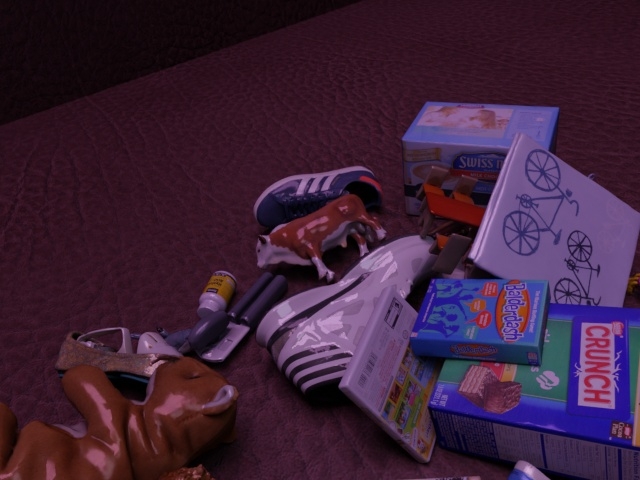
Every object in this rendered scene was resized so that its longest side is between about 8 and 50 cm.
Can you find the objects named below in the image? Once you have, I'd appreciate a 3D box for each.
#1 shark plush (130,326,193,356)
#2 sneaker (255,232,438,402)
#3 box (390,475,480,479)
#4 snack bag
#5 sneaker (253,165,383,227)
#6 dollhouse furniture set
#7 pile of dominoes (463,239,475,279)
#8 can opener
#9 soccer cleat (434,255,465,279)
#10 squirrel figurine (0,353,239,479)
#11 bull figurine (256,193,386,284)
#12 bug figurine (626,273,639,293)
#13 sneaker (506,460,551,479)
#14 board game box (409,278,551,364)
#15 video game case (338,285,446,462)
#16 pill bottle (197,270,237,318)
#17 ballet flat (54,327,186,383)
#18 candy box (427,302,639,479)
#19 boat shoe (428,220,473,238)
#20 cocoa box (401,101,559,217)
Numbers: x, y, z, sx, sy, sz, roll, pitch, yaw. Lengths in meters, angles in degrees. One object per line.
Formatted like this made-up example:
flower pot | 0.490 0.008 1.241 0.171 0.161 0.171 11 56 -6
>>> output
shark plush | -0.329 0.206 1.230 0.161 0.067 0.073 11 42 26
sneaker | 0.122 0.171 1.134 0.447 0.169 0.257 -28 54 -21
box | 0.129 0.410 0.857 0.232 0.058 0.087 -7 37 6
snack bag | 0.474 -0.008 1.115 0.342 0.037 0.323 30 65 -9
sneaker | 0.001 -0.100 1.504 0.350 0.131 0.148 -19 36 -10
dollhouse furniture set | 0.340 -0.044 1.193 0.259 0.135 0.262 15 36 -11
pile of dominoes | 0.391 0.094 1.196 0.196 0.040 0.251 23 36 6
can opener | -0.169 0.157 1.247 0.074 0.093 0.280 12 38 29
soccer cleat | 0.290 0.082 1.253 0.076 0.068 0.196 -13 30 7
squirrel figurine | -0.279 0.369 0.897 0.370 0.281 0.397 -18 50 -27
bull figurine | 0.000 0.000 1.358 0.310 0.101 0.188 -33 69 -18
bug figurine | 0.658 0.028 1.223 0.279 0.072 0.216 19 46 33
sneaker | 0.334 0.399 0.826 0.152 0.058 0.084 32 67 26
board game box | 0.277 0.133 0.987 0.210 0.047 0.160 -2 36 29
video game case | 0.145 0.226 0.990 0.026 0.206 0.227 -29 21 44
pill bottle | -0.239 0.129 1.313 0.065 0.065 0.116 1 38 15
ballet flat | -0.379 0.234 1.151 0.348 0.123 0.123 1 38 20
candy box | 0.373 0.232 0.941 0.317 0.122 0.268 2 39 31
boat shoe | 0.307 -0.009 1.360 0.207 0.073 0.073 -29 80 -14
cocoa box | 0.406 -0.200 1.457 0.347 0.228 0.231 9 41 24
